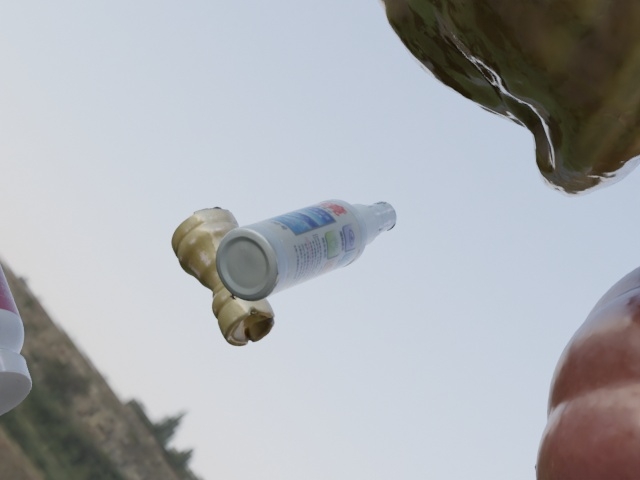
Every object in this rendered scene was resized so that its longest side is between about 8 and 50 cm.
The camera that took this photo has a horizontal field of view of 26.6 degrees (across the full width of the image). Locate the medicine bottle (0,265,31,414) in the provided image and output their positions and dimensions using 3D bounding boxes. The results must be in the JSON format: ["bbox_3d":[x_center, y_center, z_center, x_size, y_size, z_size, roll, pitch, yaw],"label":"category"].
[{"bbox_3d":[-0.396,0.064,1.442,0.131,0.131,0.250,90,-25,-61],"label":"medicine bottle"}]

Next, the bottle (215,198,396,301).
[{"bbox_3d":[0.000,0.000,1.085,0.060,0.217,0.060,7,-77,31],"label":"bottle"}]

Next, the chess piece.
[{"bbox_3d":[-0.083,0.033,1.211,0.066,0.066,0.122,79,-16,-52],"label":"chess piece"}]

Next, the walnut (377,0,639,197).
[{"bbox_3d":[0.199,-0.197,0.814,0.381,0.381,0.381,47,-20,22],"label":"walnut"}]

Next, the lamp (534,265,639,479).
[{"bbox_3d":[0.267,0.154,0.832,0.240,0.305,0.305,-1,-50,29],"label":"lamp"}]
